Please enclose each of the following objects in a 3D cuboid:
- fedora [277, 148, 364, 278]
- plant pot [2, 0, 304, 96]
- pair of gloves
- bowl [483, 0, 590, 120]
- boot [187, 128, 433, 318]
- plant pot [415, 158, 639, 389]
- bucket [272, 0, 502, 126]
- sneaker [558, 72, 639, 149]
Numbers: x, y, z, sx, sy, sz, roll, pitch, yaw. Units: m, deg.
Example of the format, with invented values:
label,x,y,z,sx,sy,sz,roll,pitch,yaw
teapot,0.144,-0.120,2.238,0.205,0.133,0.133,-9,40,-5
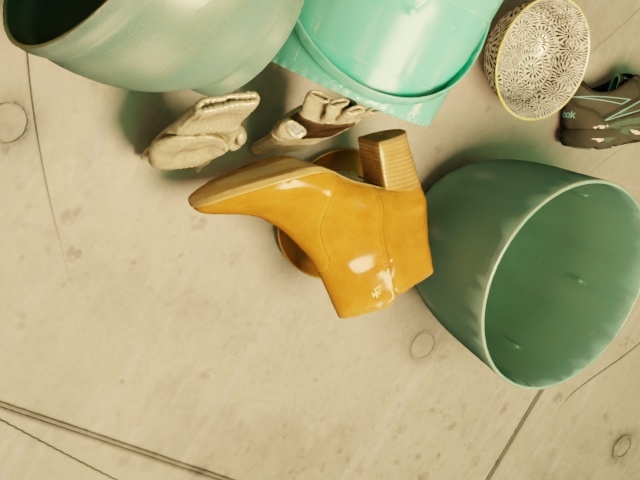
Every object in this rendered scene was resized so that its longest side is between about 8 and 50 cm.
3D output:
label,x,y,z,sx,sy,sz,roll,pitch,yaw
fedora,0.039,-0.024,1.463,0.194,0.079,0.194,-15,119,-30
plant pot,-0.139,-0.260,1.088,0.196,0.293,0.293,33,89,-38
pair of gloves,-0.074,-0.119,1.271,0.240,0.204,0.042,-8,80,-33
bowl,0.278,-0.255,1.528,0.170,0.080,0.170,-15,119,-29
boot,0.000,0.000,1.349,0.295,0.104,0.211,-16,109,-19
plant pot,0.256,0.021,1.535,0.293,0.235,0.293,-15,119,-30
bucket,0.054,-0.258,1.254,0.281,0.281,0.183,14,106,-38
sneaker,0.484,-0.195,1.656,0.267,0.101,0.106,-6,99,-10
